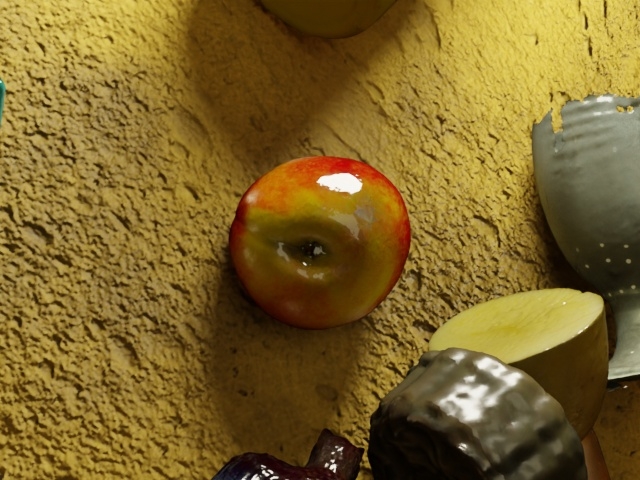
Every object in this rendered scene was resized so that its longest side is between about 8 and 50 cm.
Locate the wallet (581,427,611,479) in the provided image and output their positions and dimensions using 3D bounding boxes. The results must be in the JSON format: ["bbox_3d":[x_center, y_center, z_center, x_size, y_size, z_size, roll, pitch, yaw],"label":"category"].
[{"bbox_3d":[0.260,0.319,1.457,0.161,0.042,0.195,-14,82,-25],"label":"wallet"}]

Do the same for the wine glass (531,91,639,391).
[{"bbox_3d":[0.352,-0.004,1.518,0.191,0.190,0.357,0,79,-26],"label":"wine glass"}]

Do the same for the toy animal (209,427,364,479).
[{"bbox_3d":[-0.002,0.267,1.299,0.218,0.116,0.179,34,64,-6],"label":"toy animal"}]

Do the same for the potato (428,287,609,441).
[{"bbox_3d":[0.227,0.155,1.418,0.178,0.204,0.158,-46,121,-56],"label":"potato"}]

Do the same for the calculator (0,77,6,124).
[{"bbox_3d":[-0.414,-0.042,1.158,0.274,0.058,0.248,2,111,-28],"label":"calculator"}]

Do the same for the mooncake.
[{"bbox_3d":[0.148,0.226,1.322,0.124,0.228,0.228,-37,93,-32],"label":"mooncake"}]

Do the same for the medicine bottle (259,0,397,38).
[{"bbox_3d":[0.081,-0.421,1.487,0.224,0.224,0.384,47,61,-6],"label":"medicine bottle"}]

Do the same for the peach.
[{"bbox_3d":[0.000,0.000,1.384,0.190,0.192,0.190,0,91,9],"label":"peach"}]
